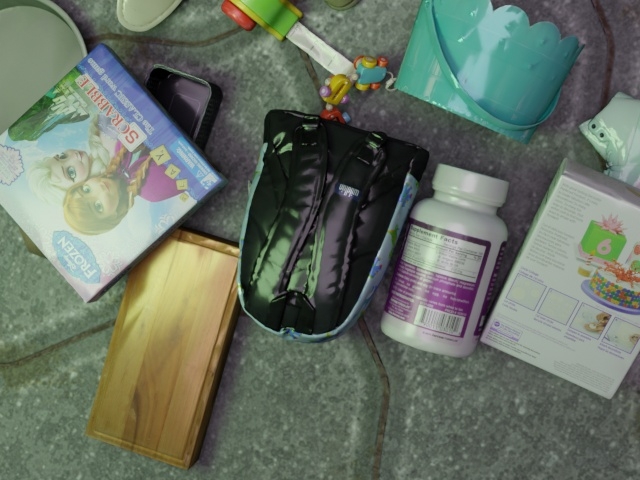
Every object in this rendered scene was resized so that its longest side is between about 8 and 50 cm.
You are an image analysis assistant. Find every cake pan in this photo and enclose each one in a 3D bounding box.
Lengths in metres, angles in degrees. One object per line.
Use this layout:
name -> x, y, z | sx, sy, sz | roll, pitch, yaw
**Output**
cake pan -> -0.553, -0.306, 1.874 | 0.293, 0.054, 0.293 | 1, 93, 9

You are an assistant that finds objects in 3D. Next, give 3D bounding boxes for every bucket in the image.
bucket -> 0.263, -0.283, 1.651 | 0.281, 0.281, 0.183 | 24, 100, 7

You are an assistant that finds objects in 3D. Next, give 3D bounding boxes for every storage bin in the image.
storage bin -> -0.262, -0.209, 1.820 | 0.122, 0.084, 0.180 | 21, 95, 7

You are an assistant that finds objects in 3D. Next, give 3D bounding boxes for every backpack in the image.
backpack -> 0.000, 0.000, 1.726 | 0.290, 0.273, 0.355 | 13, 74, 5

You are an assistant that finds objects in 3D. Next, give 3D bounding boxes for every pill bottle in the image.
pill bottle -> 0.216, 0.030, 1.719 | 0.169, 0.169, 0.301 | 16, 95, 7

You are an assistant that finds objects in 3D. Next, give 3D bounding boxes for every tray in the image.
tray -> -0.270, 0.184, 1.850 | 0.203, 0.076, 0.410 | 17, 97, 8

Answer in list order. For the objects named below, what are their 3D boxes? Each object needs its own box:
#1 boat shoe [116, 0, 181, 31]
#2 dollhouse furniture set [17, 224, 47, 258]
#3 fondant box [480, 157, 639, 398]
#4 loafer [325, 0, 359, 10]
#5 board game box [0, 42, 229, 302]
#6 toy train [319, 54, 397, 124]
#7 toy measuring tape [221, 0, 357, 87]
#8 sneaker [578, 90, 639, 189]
boat shoe -> -0.271, -0.522, 1.798 | 0.117, 0.097, 0.324 | 20, 103, -34
dollhouse furniture set -> -0.448, -0.044, 1.887 | 0.144, 0.123, 0.151 | 20, 61, 7
fondant box -> 0.436, 0.065, 1.671 | 0.238, 0.096, 0.330 | 24, 118, 6
loafer -> -0.010, -0.524, 1.758 | 0.102, 0.092, 0.268 | -32, 88, 9
board game box -> -0.379, -0.114, 1.756 | 0.318, 0.066, 0.318 | -42, 86, 4
toy train -> 0.052, -0.256, 1.772 | 0.166, 0.125, 0.046 | -36, 55, 2
toy measuring tape -> -0.067, -0.382, 1.765 | 0.330, 0.121, 0.121 | 40, 98, 4
sneaker -> 0.483, -0.122, 1.716 | 0.151, 0.094, 0.256 | 34, 107, 21
